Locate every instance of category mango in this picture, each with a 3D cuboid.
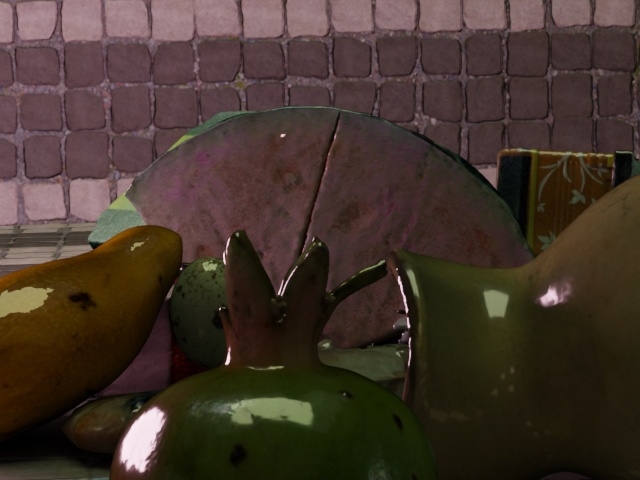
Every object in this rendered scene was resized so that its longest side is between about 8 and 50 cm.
[{"bbox_3d":[-0.221,0.084,1.613,0.295,0.120,0.177,-26,-13,-48],"label":"mango"}]

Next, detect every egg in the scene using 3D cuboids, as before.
[{"bbox_3d":[-0.090,0.062,1.673,0.085,0.110,0.085,-6,31,4],"label":"egg"}]

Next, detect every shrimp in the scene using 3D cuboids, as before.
[{"bbox_3d":[-0.041,0.128,1.597,0.360,0.085,0.247,-8,2,-26],"label":"shrimp"}]

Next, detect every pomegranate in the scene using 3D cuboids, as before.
[{"bbox_3d":[-0.024,0.108,1.035,0.181,0.224,0.181,0,-3,0],"label":"pomegranate"}]

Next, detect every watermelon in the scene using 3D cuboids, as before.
[{"bbox_3d":[0.021,-0.008,1.976,0.319,0.292,0.222,-31,-8,5],"label":"watermelon"}]

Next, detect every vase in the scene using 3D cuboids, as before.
[{"bbox_3d":[0.232,0.090,1.349,0.302,0.241,0.329,-13,-26,17],"label":"vase"}]

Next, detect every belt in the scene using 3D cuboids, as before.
[{"bbox_3d":[-0.143,0.082,1.796,0.201,0.124,0.128,1,4,24],"label":"belt"}]

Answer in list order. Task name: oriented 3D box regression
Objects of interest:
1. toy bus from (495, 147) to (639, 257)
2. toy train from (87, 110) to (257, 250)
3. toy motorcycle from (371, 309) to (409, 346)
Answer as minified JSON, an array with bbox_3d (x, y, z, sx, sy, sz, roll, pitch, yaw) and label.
[{"bbox_3d":[0.262,-0.004,2.102,0.167,0.138,0.275,3,-13,7],"label":"toy bus"},{"bbox_3d":[-0.123,-0.036,2.287,0.238,0.167,0.299,4,42,49],"label":"toy train"},{"bbox_3d":[0.126,0.098,1.789,0.122,0.080,0.215,1,1,16],"label":"toy motorcycle"}]
